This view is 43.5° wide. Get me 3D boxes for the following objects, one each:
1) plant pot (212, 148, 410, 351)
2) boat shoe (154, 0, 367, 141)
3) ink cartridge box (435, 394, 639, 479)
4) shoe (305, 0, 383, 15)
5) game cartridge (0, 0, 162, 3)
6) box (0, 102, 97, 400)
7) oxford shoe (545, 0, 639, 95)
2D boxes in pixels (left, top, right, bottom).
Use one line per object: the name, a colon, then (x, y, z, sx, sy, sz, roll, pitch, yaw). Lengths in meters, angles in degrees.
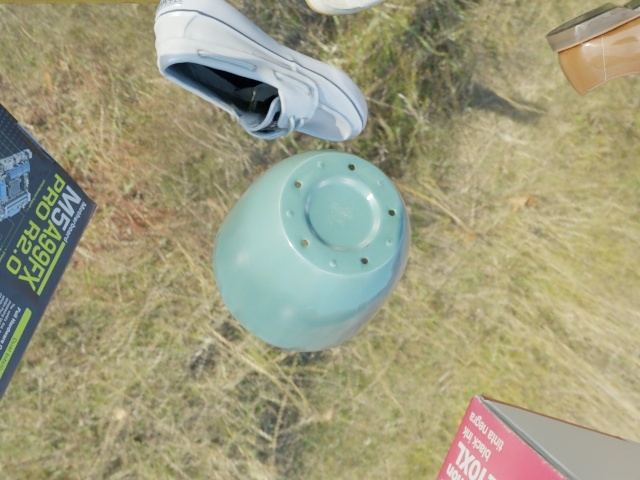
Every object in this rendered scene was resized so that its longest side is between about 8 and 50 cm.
plant pot: (0.000, 0.000, 1.195, 0.292, 0.293, 0.235, -22, 169, -21)
boat shoe: (-0.054, -0.140, 0.777, 0.258, 0.084, 0.095, 21, 150, -38)
ink cartridge box: (0.113, 0.216, 0.377, 0.171, 0.100, 0.237, 20, 98, -22)
shoe: (0.083, -0.302, 0.849, 0.219, 0.058, 0.077, -26, 100, -8)
game cartridge: (-0.291, -0.322, 0.909, 0.285, 0.323, 0.053, -7, 96, -21)
box: (-0.250, 0.022, 0.417, 0.216, 0.060, 0.270, 56, 41, -45)
oxford shoe: (0.308, -0.187, 0.683, 0.212, 0.076, 0.076, -20, 103, 27)
